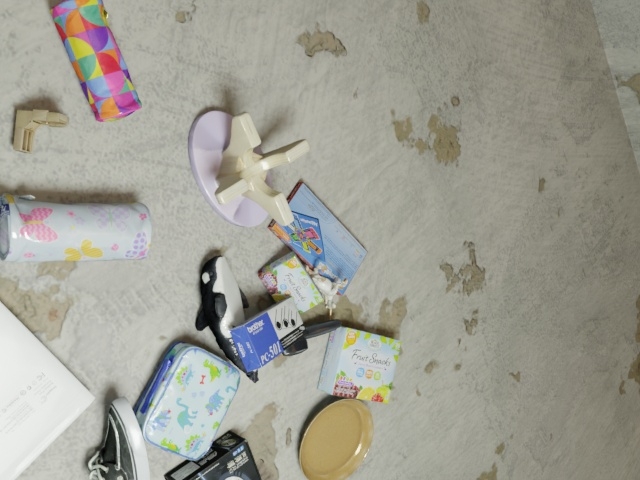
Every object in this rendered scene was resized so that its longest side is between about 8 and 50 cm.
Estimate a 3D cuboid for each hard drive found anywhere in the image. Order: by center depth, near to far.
[{"bbox_3d":[-0.602,0.245,1.088,0.233,0.047,0.353,-47,119,-27],"label":"hard drive"}]

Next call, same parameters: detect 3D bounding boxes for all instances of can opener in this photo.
[{"bbox_3d":[-0.031,0.229,1.529,0.186,0.059,0.073,-14,84,-35],"label":"can opener"}]

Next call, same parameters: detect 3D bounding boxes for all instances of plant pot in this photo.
[{"bbox_3d":[0.037,0.513,1.595,0.236,0.032,0.236,-9,106,-35],"label":"plant pot"}]

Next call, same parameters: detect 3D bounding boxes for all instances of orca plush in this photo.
[{"bbox_3d":[-0.220,0.183,1.377,0.151,0.102,0.287,-67,139,-67],"label":"orca plush"}]

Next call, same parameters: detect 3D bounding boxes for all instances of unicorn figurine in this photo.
[{"bbox_3d":[0.014,0.116,1.545,0.162,0.111,0.060,47,55,-9],"label":"unicorn figurine"}]

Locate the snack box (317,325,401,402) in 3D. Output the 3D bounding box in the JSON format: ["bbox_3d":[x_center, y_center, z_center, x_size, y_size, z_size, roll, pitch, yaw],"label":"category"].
[{"bbox_3d":[0.105,0.325,1.634,0.207,0.070,0.175,20,80,-38],"label":"snack box"}]

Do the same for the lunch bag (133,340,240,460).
[{"bbox_3d":[-0.284,0.335,1.314,0.176,0.090,0.219,37,70,-34],"label":"lunch bag"}]

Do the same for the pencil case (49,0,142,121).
[{"bbox_3d":[-0.419,-0.346,1.177,0.104,0.104,0.236,-27,110,-34],"label":"pencil case"}]

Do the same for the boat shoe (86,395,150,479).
[{"bbox_3d":[-0.400,0.457,1.218,0.105,0.113,0.306,-11,115,-31],"label":"boat shoe"}]

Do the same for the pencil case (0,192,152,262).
[{"bbox_3d":[-0.454,-0.021,1.153,0.273,0.113,0.124,2,47,-38],"label":"pencil case"}]

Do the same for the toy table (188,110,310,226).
[{"bbox_3d":[-0.161,-0.153,1.349,0.252,0.161,0.274,-49,120,-26],"label":"toy table"}]

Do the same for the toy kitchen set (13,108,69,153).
[{"bbox_3d":[-0.501,-0.194,1.139,0.068,0.083,0.075,15,81,-80],"label":"toy kitchen set"}]

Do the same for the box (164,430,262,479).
[{"bbox_3d":[-0.230,0.539,1.373,0.180,0.077,0.147,-27,109,-35],"label":"box"}]

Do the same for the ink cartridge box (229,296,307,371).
[{"bbox_3d":[-0.110,0.203,1.370,0.207,0.046,0.097,-24,91,-61],"label":"ink cartridge box"}]

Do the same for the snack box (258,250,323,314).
[{"bbox_3d":[-0.070,0.108,1.478,0.100,0.037,0.141,-31,115,4],"label":"snack box"}]

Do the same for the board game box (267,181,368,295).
[{"bbox_3d":[0.000,0.000,1.565,0.281,0.027,0.145,46,64,-30],"label":"board game box"}]
